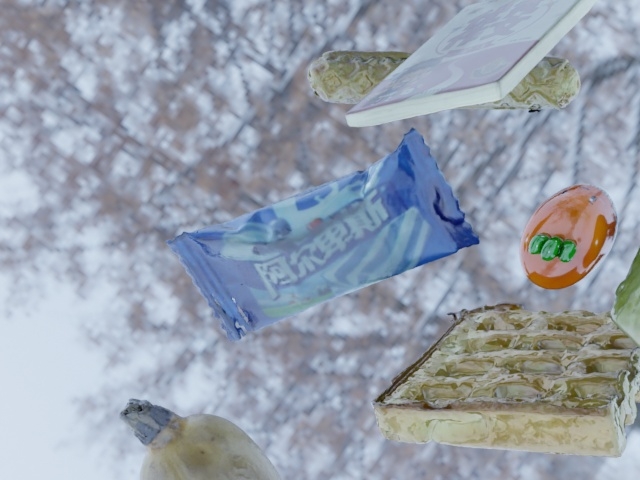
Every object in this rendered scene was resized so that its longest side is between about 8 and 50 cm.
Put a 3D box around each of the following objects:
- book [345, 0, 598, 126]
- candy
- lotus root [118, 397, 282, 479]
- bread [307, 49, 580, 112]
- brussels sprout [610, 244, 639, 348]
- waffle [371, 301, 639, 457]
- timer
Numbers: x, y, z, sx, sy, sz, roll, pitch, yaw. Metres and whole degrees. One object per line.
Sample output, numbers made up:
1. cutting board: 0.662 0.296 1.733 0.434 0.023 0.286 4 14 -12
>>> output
1. book: 0.142 -0.168 1.381 0.162 0.022 0.232 -7 27 40
2. candy: 0.000 0.000 1.810 0.187 0.331 0.077 57 -159 -35
3. lotus root: -0.167 0.335 2.234 0.182 0.310 0.183 -32 18 12
4. bread: 0.164 -0.216 2.131 0.084 0.367 0.077 -79 -13 -46
5. brussels sprout: 0.456 0.043 1.778 0.271 0.210 0.219 -39 28 -8
6. waffle: 0.256 0.162 1.935 0.348 0.304 0.078 -35 -60 -59
7. timer: 0.278 -0.002 1.821 0.136 0.099 0.136 -42 -31 -32
